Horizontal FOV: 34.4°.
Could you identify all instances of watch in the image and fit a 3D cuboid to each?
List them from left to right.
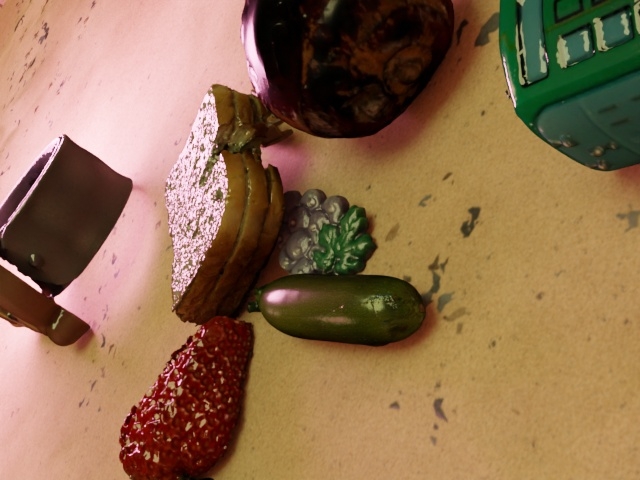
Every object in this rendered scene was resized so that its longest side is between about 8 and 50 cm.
[{"bbox_3d":[-0.503,-0.020,1.865,0.327,0.314,0.335,-58,20,-17],"label":"watch"}]

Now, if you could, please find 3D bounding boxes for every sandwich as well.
[{"bbox_3d":[-0.136,-0.055,1.444,0.273,0.095,0.249,-102,33,-42],"label":"sandwich"}]

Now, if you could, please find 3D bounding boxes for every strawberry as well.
[{"bbox_3d":[-0.192,0.223,1.370,0.188,0.106,0.286,2,68,53],"label":"strawberry"}]

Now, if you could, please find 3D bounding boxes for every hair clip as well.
[{"bbox_3d":[0.002,0.000,1.332,0.195,0.052,0.124,20,93,49],"label":"hair clip"}]

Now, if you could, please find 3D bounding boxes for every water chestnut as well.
[{"bbox_3d":[0.029,-0.271,1.306,0.289,0.289,0.244,-45,5,24],"label":"water chestnut"}]

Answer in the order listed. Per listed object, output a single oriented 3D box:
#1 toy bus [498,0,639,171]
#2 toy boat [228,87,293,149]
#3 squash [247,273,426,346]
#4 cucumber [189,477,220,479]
[{"bbox_3d":[0.324,-0.192,0.885,0.343,0.183,0.200,-21,54,47],"label":"toy bus"},{"bbox_3d":[-0.104,-0.194,1.599,0.072,0.064,0.206,-45,36,-9],"label":"toy boat"},{"bbox_3d":[0.001,0.078,1.231,0.331,0.087,0.087,0,67,56],"label":"squash"},{"bbox_3d":[-0.155,0.343,1.212,0.115,0.193,0.086,31,95,28],"label":"cucumber"}]
